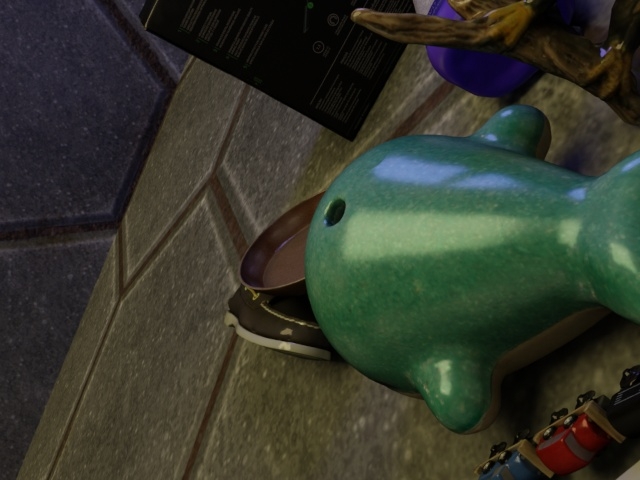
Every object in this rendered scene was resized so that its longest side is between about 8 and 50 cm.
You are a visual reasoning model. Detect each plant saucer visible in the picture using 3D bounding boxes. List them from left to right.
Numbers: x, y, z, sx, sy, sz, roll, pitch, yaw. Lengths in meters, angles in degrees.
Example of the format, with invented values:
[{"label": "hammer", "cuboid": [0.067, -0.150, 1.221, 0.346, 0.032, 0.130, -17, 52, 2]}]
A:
[{"label": "plant saucer", "cuboid": [0.000, 0.000, 0.690, 0.169, 0.029, 0.168, -27, 25, 14]}]

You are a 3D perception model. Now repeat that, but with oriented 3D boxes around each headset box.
[{"label": "headset box", "cuboid": [-0.039, -0.291, 0.810, 0.246, 0.283, 0.131, -61, 24, 11]}]

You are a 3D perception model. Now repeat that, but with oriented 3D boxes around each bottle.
[{"label": "bottle", "cuboid": [0.133, -0.243, 0.638, 0.118, 0.092, 0.282, -53, 25, 35]}]

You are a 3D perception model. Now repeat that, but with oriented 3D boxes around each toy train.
[{"label": "toy train", "cuboid": [0.129, 0.100, 0.365, 0.036, 0.027, 0.158, -46, -5, -43]}]

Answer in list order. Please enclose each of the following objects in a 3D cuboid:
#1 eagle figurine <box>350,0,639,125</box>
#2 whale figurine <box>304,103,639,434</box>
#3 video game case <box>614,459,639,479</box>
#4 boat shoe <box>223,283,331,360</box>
[{"label": "eagle figurine", "cuboid": [0.185, -0.189, 0.341, 0.225, 0.226, 0.298, 55, 144, 23]}, {"label": "whale figurine", "cuboid": [0.090, 0.002, 0.432, 0.272, 0.141, 0.216, -13, 55, 59]}, {"label": "video game case", "cuboid": [0.145, 0.209, 0.205, 0.300, 0.036, 0.329, -53, 20, 26]}, {"label": "boat shoe", "cuboid": [-0.043, 0.070, 0.722, 0.228, 0.081, 0.068, 6, 77, 68]}]
